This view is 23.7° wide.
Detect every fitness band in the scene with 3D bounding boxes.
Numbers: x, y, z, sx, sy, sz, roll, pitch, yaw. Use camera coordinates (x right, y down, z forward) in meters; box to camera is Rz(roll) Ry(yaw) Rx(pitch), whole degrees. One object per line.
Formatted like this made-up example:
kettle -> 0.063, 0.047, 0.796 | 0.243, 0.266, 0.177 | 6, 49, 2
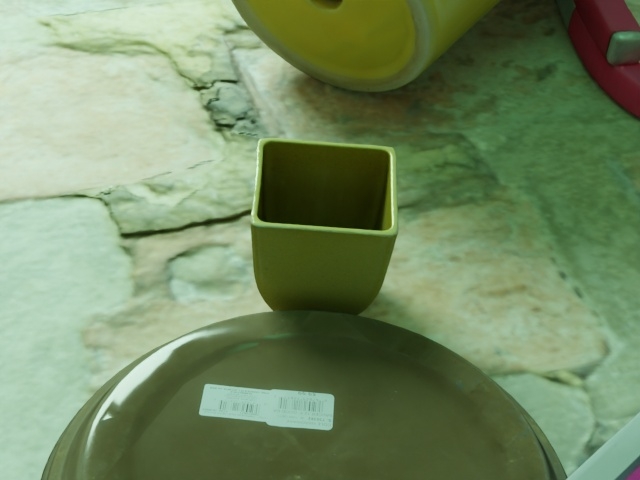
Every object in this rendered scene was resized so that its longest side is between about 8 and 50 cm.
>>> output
fitness band -> 0.291, -0.175, 1.148 | 0.209, 0.054, 0.291 | -1, 42, -9

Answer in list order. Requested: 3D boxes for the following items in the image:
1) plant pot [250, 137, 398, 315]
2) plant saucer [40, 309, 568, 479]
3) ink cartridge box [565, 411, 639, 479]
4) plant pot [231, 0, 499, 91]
plant pot -> 0.000, 0.000, 0.882 | 0.081, 0.083, 0.081 | 4, 39, -2
plant saucer -> -0.004, 0.128, 0.767 | 0.278, 0.041, 0.278 | 3, 40, -2
ink cartridge box -> 0.147, 0.141, 0.661 | 0.069, 0.175, 0.371 | 31, 46, 27
plant pot -> 0.056, -0.243, 1.071 | 0.254, 0.254, 0.239 | 23, 58, 19
